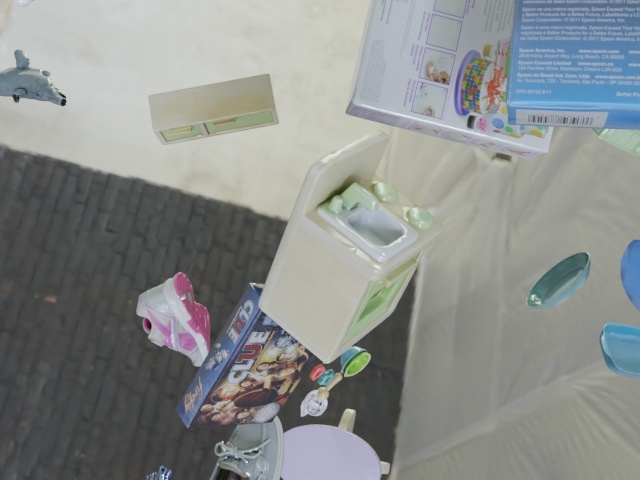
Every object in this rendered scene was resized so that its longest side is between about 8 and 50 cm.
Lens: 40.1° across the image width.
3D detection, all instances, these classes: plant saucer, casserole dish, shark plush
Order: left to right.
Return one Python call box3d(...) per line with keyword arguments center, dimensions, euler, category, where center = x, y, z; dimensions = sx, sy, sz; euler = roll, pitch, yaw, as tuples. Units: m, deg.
box3d(center=(-0.416, -0.209, 1.257), dimensions=(0.067, 0.161, 0.073), euler=(-35, 147, -38), category="shark plush")
box3d(center=(0.362, 0.065, 1.315), dimensions=(0.119, 0.021, 0.119), euler=(-43, -174, 5), category="plant saucer")
box3d(center=(0.629, 0.226, 1.739), dimensions=(0.037, 0.188, 0.114), euler=(121, -27, -47), category="casserole dish")

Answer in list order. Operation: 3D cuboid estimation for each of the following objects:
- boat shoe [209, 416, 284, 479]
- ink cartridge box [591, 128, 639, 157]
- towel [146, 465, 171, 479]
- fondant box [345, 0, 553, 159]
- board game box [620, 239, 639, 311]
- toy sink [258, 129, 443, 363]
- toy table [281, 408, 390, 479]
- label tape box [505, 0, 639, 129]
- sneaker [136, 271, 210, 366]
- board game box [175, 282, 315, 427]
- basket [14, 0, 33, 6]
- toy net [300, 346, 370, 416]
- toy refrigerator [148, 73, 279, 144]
box3d(center=(-0.165, 0.461, 1.618), dimensions=(0.118, 0.103, 0.320), euler=(14, -106, 40), category="boat shoe")
box3d(center=(0.485, -0.252, 1.606), dimensions=(0.056, 0.235, 0.171), euler=(-56, -144, 25), category="ink cartridge box")
box3d(center=(-0.197, 0.531, 1.311), dimensions=(0.243, 0.040, 0.336), euler=(-147, -138, -76), category="towel")
box3d(center=(0.227, -0.288, 1.432), dimensions=(0.096, 0.330, 0.238), euler=(142, -39, -83), category="fondant box")
box3d(center=(0.581, 0.059, 1.454), dimensions=(0.168, 0.033, 0.133), euler=(4, -70, 52), category="board game box")
box3d(center=(0.046, 0.010, 1.063), dimensions=(0.152, 0.131, 0.234), euler=(-31, 152, -47), category="toy sink")
box3d(center=(0.033, 0.553, 2.212), dimensions=(0.252, 0.274, 0.161), euler=(-68, 162, -3), category="toy table")
box3d(center=(0.379, -0.322, 1.134), dimensions=(0.115, 0.249, 0.348), euler=(36, 59, -73), category="label tape box")
box3d(center=(-0.286, 0.164, 1.728), dimensions=(0.103, 0.111, 0.252), euler=(-97, 172, -45), category="sneaker")
box3d(center=(-0.086, 0.171, 1.273), dimensions=(0.042, 0.165, 0.243), euler=(51, -59, 38), category="board game box")
box3d(center=(-0.371, -0.390, 1.091), dimensions=(0.103, 0.113, 0.167), euler=(-36, -143, 16), category="basket")
box3d(center=(0.013, 0.315, 1.880), dimensions=(0.045, 0.122, 0.232), euler=(46, -57, 27), category="toy net")
box3d(center=(-0.232, -0.284, 1.933), dimensions=(0.102, 0.269, 0.094), euler=(83, -3, -78), category="toy refrigerator")
